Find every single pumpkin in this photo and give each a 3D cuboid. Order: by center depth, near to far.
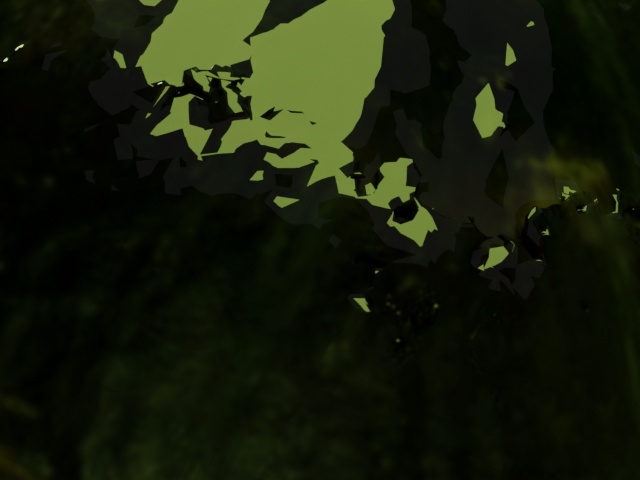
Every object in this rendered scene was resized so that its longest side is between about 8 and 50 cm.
[{"bbox_3d":[0.000,0.000,0.718,0.454,0.344,0.454,6,36,-4],"label":"pumpkin"}]
